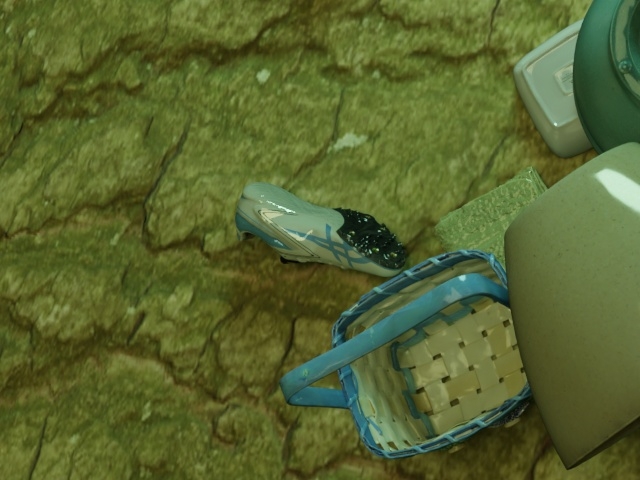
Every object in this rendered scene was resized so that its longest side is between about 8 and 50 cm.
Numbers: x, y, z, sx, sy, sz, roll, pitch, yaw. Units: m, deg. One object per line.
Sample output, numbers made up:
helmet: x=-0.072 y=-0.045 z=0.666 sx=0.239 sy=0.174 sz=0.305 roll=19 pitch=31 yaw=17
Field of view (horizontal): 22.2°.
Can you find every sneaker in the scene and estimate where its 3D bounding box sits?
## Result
sneaker: x=0.000 y=0.000 z=2.002 sx=0.237 sy=0.085 sz=0.086 roll=22 pitch=118 yaw=26

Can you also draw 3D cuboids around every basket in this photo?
basket: x=0.124 y=0.122 z=1.783 sx=0.254 sy=0.289 sz=0.201 roll=-30 pitch=63 yaw=24

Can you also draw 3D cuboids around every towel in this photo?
towel: x=0.213 y=-0.008 z=1.910 sx=0.148 sy=0.027 sz=0.110 roll=-31 pitch=69 yaw=19

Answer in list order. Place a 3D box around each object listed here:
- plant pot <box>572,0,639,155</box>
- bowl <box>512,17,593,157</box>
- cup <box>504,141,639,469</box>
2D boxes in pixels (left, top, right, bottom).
plant pot: x=0.399 y=-0.194 z=1.712 sx=0.293 sy=0.196 sz=0.293 roll=-2 pitch=83 yaw=16
bowl: x=0.296 y=-0.182 z=1.882 sx=0.142 sy=0.053 sz=0.142 roll=-32 pitch=68 yaw=18
cup: x=0.319 y=0.043 z=1.646 sx=0.331 sy=0.331 sz=0.237 roll=-38 pitch=77 yaw=17
